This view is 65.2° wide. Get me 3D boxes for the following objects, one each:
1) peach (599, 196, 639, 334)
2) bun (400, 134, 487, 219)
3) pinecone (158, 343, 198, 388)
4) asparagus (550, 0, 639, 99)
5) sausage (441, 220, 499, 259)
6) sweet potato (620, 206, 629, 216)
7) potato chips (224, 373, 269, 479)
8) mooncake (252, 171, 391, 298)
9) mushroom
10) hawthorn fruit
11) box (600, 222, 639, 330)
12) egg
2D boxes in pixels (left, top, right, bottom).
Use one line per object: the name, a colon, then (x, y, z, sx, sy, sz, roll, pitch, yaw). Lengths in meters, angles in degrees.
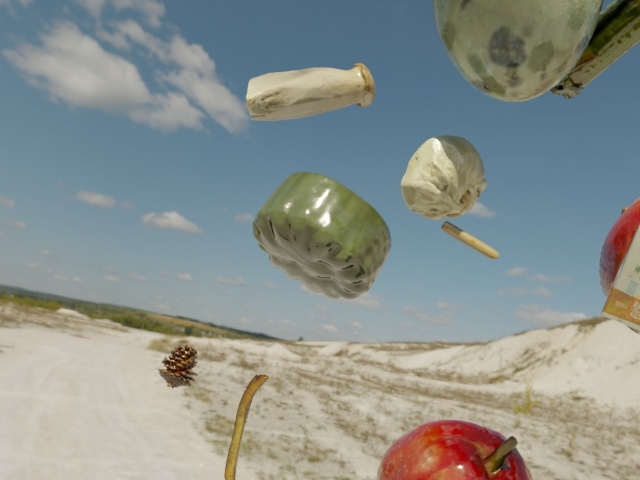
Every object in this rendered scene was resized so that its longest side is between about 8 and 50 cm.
peach: (0.647, 0.020, 0.798, 0.290, 0.373, 0.373, 53, 10, 30)
bun: (0.308, -0.137, 1.206, 0.231, 0.231, 0.133, 23, 20, -41)
pinecone: (-0.357, 0.321, 1.276, 0.102, 0.109, 0.102, 26, -3, 2)
asparagus: (0.675, -0.481, 1.119, 0.108, 0.128, 0.382, 22, -35, -16)
sausage: (0.315, 0.001, 1.054, 0.132, 0.024, 0.024, 32, -11, 6)
sweet potato: (0.710, 0.019, 1.137, 0.050, 0.050, 0.214, 2, -57, 37)
potato chips: (-0.129, 0.311, 0.830, 0.037, 0.204, 0.026, 20, 6, 17)
mooncake: (0.000, 0.000, 1.316, 0.356, 0.194, 0.356, 30, -24, 15)
mushroom: (-0.039, -0.427, 1.445, 0.408, 0.137, 0.154, -13, 21, -23)
hawthorn fruit: (0.264, 0.457, 0.937, 0.285, 0.284, 0.369, 13, -50, -7)
box: (0.370, 0.063, 0.416, 0.220, 0.032, 0.122, 24, -42, 30)
egg: (0.416, -0.515, 1.072, 0.345, 0.427, 0.345, -1, -4, 0)
